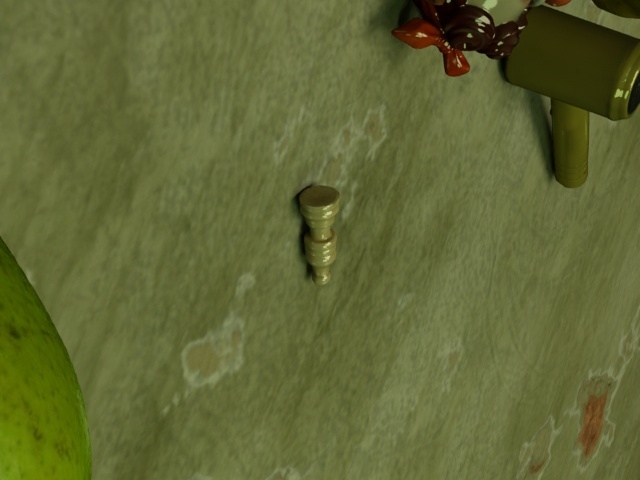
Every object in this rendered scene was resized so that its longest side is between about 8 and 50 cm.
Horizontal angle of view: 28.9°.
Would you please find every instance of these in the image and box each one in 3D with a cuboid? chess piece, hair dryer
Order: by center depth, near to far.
[{"bbox_3d":[0.000,0.000,1.070,0.035,0.035,0.092,-39,140,-41],"label":"chess piece"},{"bbox_3d":[0.287,-0.139,1.367,0.090,0.135,0.278,-58,156,-19],"label":"hair dryer"}]

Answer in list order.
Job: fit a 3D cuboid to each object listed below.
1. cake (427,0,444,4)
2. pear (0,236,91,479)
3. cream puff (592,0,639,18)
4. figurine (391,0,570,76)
[{"bbox_3d":[-0.013,-0.309,0.631,0.293,0.307,0.314,7,100,-61],"label":"cake"},{"bbox_3d":[-0.216,0.088,0.697,0.288,0.139,0.239,-12,108,-56],"label":"pear"},{"bbox_3d":[0.174,-0.163,0.457,0.185,0.282,0.282,-59,146,-23],"label":"cream puff"},{"bbox_3d":[0.145,-0.252,1.070,0.226,0.160,0.183,-59,146,-5],"label":"figurine"}]
